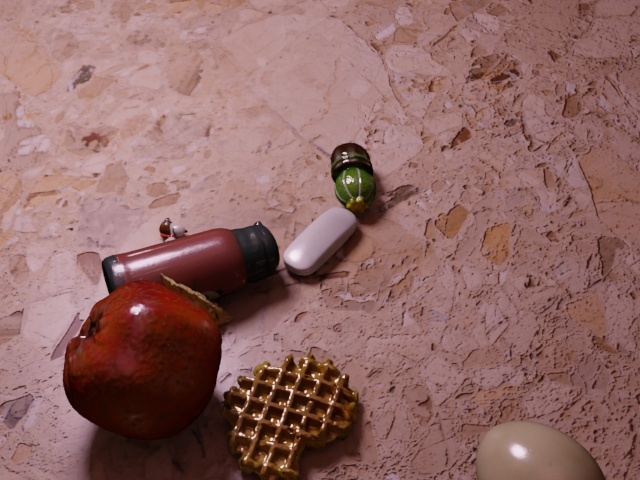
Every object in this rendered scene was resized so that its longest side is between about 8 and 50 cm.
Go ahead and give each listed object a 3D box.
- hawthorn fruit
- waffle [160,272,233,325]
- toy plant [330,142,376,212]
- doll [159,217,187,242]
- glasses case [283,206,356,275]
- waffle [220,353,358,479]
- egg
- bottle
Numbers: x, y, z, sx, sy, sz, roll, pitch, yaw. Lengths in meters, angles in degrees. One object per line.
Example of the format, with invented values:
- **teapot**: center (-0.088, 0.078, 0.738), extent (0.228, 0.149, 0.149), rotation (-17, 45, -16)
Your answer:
- **hawthorn fruit**: center (-0.298, 0.211, 1.729), extent (0.275, 0.300, 0.275), rotation (-19, 59, 34)
- **waffle**: center (-0.230, 0.103, 1.866), extent (0.125, 0.191, 0.032), rotation (-19, 48, -16)
- **toy plant**: center (0.071, -0.130, 2.137), extent (0.093, 0.092, 0.162), rotation (-4, 53, -4)
- **doll**: center (-0.313, -0.006, 2.064), extent (0.058, 0.040, 0.085), rotation (18, 50, 1)
- **glasses case**: center (0.000, 0.000, 2.050), extent (0.074, 0.049, 0.193), rotation (30, 54, 23)
- **waffle**: center (-0.047, 0.313, 1.776), extent (0.253, 0.056, 0.249), rotation (-10, 50, -10)
- **egg**: center (0.358, 0.397, 1.619), extent (0.186, 0.186, 0.242), rotation (-27, 46, -22)
- **bottle**: center (-0.246, 0.054, 1.939), extent (0.336, 0.144, 0.144), rotation (-18, 51, -15)
